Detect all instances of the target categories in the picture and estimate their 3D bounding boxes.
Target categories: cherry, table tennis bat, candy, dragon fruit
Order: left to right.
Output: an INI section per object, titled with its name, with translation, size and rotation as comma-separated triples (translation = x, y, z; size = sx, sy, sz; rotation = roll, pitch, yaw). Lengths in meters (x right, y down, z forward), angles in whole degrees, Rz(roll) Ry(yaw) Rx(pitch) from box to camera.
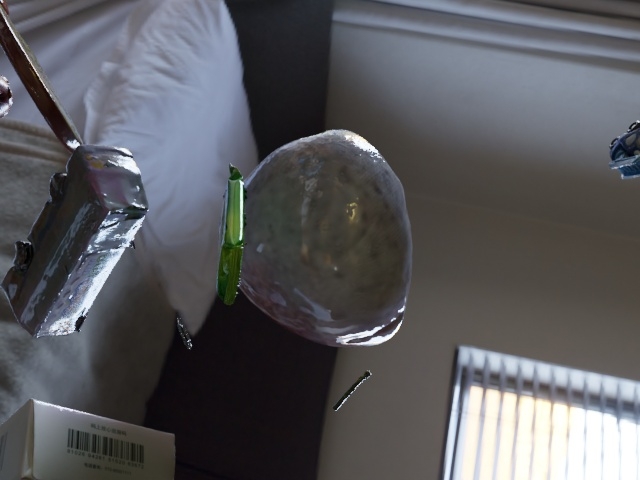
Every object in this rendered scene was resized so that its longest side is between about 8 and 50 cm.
[dragon fruit]
translation = -0.584, -0.249, 1.399
size = 0.190, 0.094, 0.094
rotation = 29, -67, 57
[table tennis bat]
translation = -0.495, -0.317, 1.291
size = 0.415, 0.051, 0.268
rotation = 58, -9, 15
[candy]
translation = -0.116, -0.010, 1.035
size = 0.178, 0.032, 0.102
rotation = -97, -163, -52
[cherry]
translation = 0.007, -0.008, 1.257
size = 0.291, 0.335, 0.326
rotation = -11, 135, -48

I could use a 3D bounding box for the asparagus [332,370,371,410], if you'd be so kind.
[asparagus]
translation = 0.073, 0.347, 1.850
size = 0.127, 0.018, 0.015
rotation = -48, -151, 12

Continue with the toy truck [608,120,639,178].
[toy truck]
translation = 0.443, -0.118, 1.118
size = 0.073, 0.056, 0.090
rotation = -46, -169, 39

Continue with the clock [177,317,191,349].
[clock]
translation = -0.338, 0.229, 1.974
size = 0.074, 0.010, 0.083
rotation = -110, 178, -84

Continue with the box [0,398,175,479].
[box]
translation = -0.350, 0.328, 1.013
size = 0.299, 0.200, 0.106
rotation = -38, -137, 32

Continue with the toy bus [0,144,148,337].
[toy bus]
translation = -0.368, 0.008, 1.195
size = 0.112, 0.138, 0.317
rotation = -2, 139, -46
